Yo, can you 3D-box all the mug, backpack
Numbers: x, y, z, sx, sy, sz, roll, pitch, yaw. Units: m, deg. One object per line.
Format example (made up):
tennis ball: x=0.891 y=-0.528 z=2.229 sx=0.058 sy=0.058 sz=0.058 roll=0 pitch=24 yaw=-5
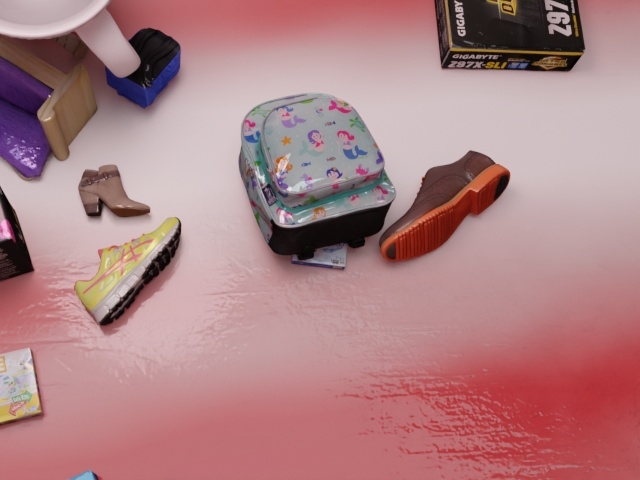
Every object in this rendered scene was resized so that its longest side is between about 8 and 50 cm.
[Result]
mug: x=-0.402 y=-0.406 z=1.319 sx=0.276 sy=0.328 sz=0.374 roll=-38 pitch=109 yaw=-3
backpack: x=-0.018 y=-0.125 z=1.423 sx=0.225 sy=0.191 sz=0.253 roll=-15 pitch=57 yaw=-16
backpack: x=-0.299 y=-0.297 z=1.500 sx=0.098 sy=0.101 sz=0.120 roll=31 pitch=66 yaw=3

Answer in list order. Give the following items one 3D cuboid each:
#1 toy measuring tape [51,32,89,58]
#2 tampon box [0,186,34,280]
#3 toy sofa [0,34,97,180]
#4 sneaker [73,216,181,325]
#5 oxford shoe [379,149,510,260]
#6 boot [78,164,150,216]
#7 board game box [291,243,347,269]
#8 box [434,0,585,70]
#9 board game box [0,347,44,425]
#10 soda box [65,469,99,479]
toy measuring tape: x=-0.537 y=-0.441 z=1.535 sx=0.330 sy=0.121 sz=0.121 roll=33 pitch=69 yaw=-12
tampon box: x=-0.518 y=-0.014 z=1.339 sx=0.101 sy=0.161 sz=0.120 roll=-19 pitch=74 yaw=-13
toy sofa: x=-0.565 y=-0.268 z=1.432 sx=0.362 sy=0.150 sz=0.177 roll=31 pitch=68 yaw=5
sneaker: x=-0.306 y=0.030 z=1.392 sx=0.094 sy=0.081 sz=0.208 roll=38 pitch=71 yaw=10
oxford shoe: x=0.194 y=-0.060 z=1.490 sx=0.271 sy=0.097 sz=0.098 roll=-33 pitch=57 yaw=-21
boot: x=-0.341 y=-0.084 z=1.450 sx=0.118 sy=0.042 sz=0.087 roll=-1 pitch=68 yaw=-8
board game box: x=0.000 y=0.000 z=1.470 sx=0.090 sy=0.020 sz=0.090 roll=7 pitch=69 yaw=-4
box: x=0.346 y=-0.477 z=1.655 sx=0.257 sy=0.079 sz=0.322 roll=1 pitch=70 yaw=-8
board game box: x=-0.506 y=0.231 z=1.323 sx=0.154 sy=0.026 sz=0.103 roll=-13 pitch=72 yaw=-11
soda box: x=-0.319 y=0.441 z=1.248 sx=0.071 sy=0.067 sz=0.210 roll=-22 pitch=73 yaw=-14
